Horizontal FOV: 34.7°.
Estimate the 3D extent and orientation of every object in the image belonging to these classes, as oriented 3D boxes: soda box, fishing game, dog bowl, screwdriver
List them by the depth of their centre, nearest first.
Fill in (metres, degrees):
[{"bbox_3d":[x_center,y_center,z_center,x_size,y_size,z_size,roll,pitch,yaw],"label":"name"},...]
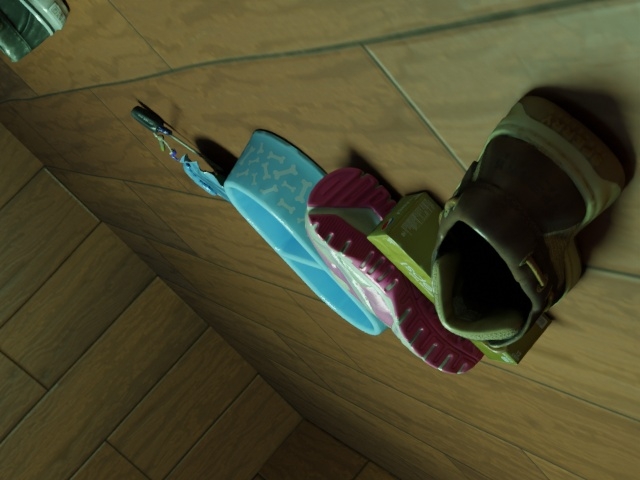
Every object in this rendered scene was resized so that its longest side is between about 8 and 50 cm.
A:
[{"bbox_3d":[0.132,0.037,0.979,0.181,0.058,0.061,45,167,-11],"label":"soda box"},{"bbox_3d":[0.000,0.000,1.218,0.297,0.074,0.166,48,166,-23],"label":"dog bowl"},{"bbox_3d":[-0.116,-0.066,1.429,0.264,0.041,0.189,37,175,0],"label":"fishing game"},{"bbox_3d":[-0.204,-0.148,1.480,0.170,0.025,0.024,30,164,14],"label":"screwdriver"}]

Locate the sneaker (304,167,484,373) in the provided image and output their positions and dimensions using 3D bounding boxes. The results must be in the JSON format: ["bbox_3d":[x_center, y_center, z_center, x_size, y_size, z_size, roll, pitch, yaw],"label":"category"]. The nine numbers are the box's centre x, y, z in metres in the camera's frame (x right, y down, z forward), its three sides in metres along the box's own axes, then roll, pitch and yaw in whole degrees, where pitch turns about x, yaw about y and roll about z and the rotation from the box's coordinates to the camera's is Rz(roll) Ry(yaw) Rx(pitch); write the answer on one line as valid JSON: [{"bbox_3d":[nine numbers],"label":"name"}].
[{"bbox_3d":[0.078,0.031,1.059,0.252,0.103,0.111,50,170,-8],"label":"sneaker"}]

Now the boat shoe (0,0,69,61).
[{"bbox_3d":[-0.491,-0.368,1.359,0.335,0.119,0.121,39,167,13],"label":"boat shoe"}]

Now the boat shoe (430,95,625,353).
[{"bbox_3d":[0.128,0.018,0.778,0.123,0.123,0.342,40,167,11],"label":"boat shoe"}]
